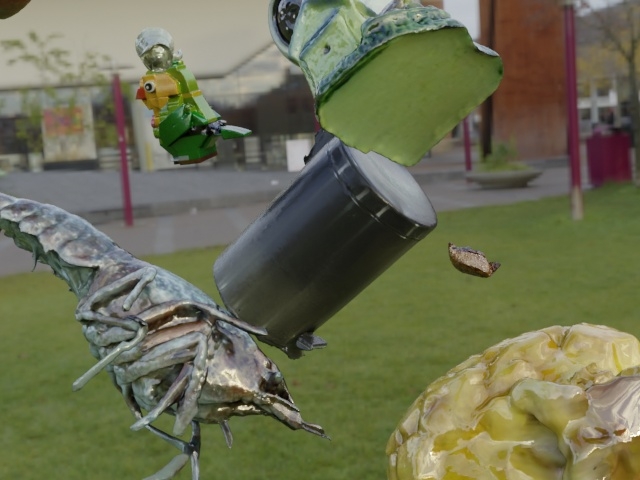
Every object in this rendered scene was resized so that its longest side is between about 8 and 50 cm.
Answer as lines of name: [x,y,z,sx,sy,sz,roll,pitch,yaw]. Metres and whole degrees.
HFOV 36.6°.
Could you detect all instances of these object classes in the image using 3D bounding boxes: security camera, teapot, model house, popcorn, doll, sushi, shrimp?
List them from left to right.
shrimp: [-0.181,0.081,0.879,0.166,0.410,0.221,-44,-10,-18]
teapot: [-0.232,-0.269,1.386,0.067,0.057,0.083,3,25,-12]
doll: [-0.223,-0.212,1.605,0.134,0.186,0.106,-36,2,24]
security camera: [0.029,-0.377,1.639,0.236,0.194,0.194,15,11,12]
model house: [0.073,-0.232,1.161,0.214,0.189,0.195,16,-54,-44]
sushi: [0.272,0.036,1.749,0.099,0.047,0.050,23,-16,-4]
popcorn: [0.287,0.289,1.228,0.390,0.344,0.354,-18,12,25]

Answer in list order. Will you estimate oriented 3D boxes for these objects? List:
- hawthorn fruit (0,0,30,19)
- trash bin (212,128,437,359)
hawthorn fruit: [-0.393,-0.371,0.970,0.277,0.298,0.277,-3,35,2]
trash bin: [0.000,0.000,1.466,0.301,0.252,0.203,-44,-21,21]
